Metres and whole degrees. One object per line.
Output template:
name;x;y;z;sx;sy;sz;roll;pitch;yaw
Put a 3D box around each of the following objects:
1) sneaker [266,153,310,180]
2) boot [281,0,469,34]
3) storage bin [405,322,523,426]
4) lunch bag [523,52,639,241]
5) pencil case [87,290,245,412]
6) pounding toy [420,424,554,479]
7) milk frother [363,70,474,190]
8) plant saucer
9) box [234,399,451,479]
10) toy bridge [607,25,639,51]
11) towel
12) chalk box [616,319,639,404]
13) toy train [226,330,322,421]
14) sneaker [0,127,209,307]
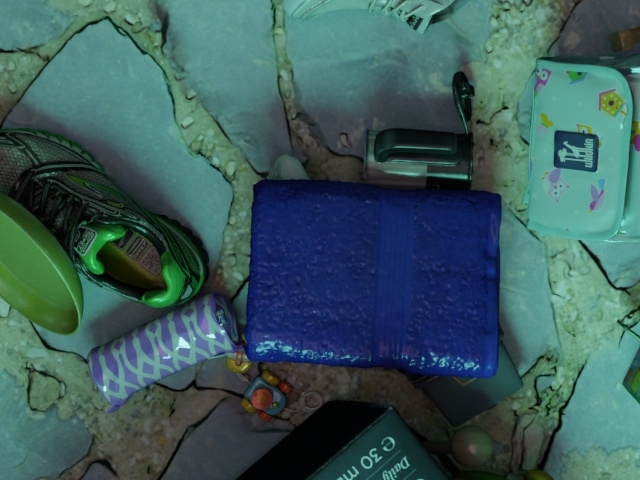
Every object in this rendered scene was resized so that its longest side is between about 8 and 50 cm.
sneaker;0.000;0.000;1.728;0.094;0.090;0.235;-18;97;-12
boot;0.090;-0.303;1.669;0.258;0.095;0.123;-27;88;5
storage bin;0.189;0.170;1.728;0.135;0.098;0.091;-33;104;6
lunch bag;0.379;-0.112;1.645;0.262;0.160;0.223;2;104;5
pencil case;-0.193;0.139;1.737;0.206;0.086;0.088;-25;85;14
pounding toy;0.241;0.320;1.719;0.110;0.183;0.237;-34;91;-19
milk frother;0.123;-0.132;1.699;0.134;0.129;0.143;3;54;2
plant saucer;-0.374;0.017;1.691;0.241;0.241;0.037;45;62;-3
box;0.014;0.517;1.609;0.480;0.297;0.472;-39;95;-14
toy bridge;0.436;-0.266;1.670;0.188;0.063;0.026;-19;95;-12
towel;0.064;0.046;1.648;0.308;0.076;0.228;4;79;-5
chalk box;0.461;0.158;1.688;0.213;0.132;0.132;24;97;1
toy train;-0.061;0.153;1.758;0.125;0.046;0.166;-14;95;5
sneaker;-0.294;-0.033;1.699;0.343;0.146;0.134;29;96;0
